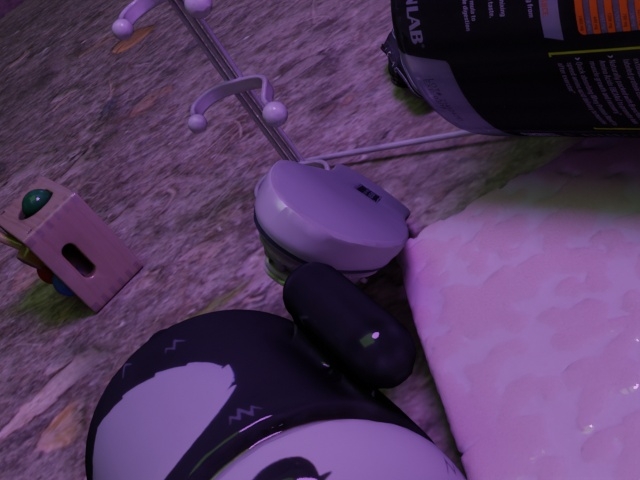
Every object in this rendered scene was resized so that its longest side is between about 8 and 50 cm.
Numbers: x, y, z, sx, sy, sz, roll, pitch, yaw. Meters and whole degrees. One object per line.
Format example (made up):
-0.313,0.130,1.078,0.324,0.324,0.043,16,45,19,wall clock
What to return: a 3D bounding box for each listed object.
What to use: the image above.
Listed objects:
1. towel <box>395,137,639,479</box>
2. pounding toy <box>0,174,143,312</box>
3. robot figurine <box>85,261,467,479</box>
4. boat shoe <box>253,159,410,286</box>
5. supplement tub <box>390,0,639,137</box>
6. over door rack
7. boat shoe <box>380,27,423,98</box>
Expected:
0.218,0.026,0.523,0.332,0.053,0.317,-30,32,11,towel
-0.287,0.000,0.953,0.100,0.141,0.130,-48,34,-15,pounding toy
-0.031,0.139,0.493,0.174,0.209,0.278,-22,23,-18,robot figurine
0.000,0.000,0.643,0.088,0.096,0.267,-56,-2,11,boat shoe
0.212,-0.155,0.536,0.316,0.193,0.193,9,54,48,supplement tub
0.010,-0.144,0.759,0.324,0.239,0.108,-15,38,32,over door rack
0.088,-0.171,0.907,0.040,0.049,0.142,-45,26,24,boat shoe
